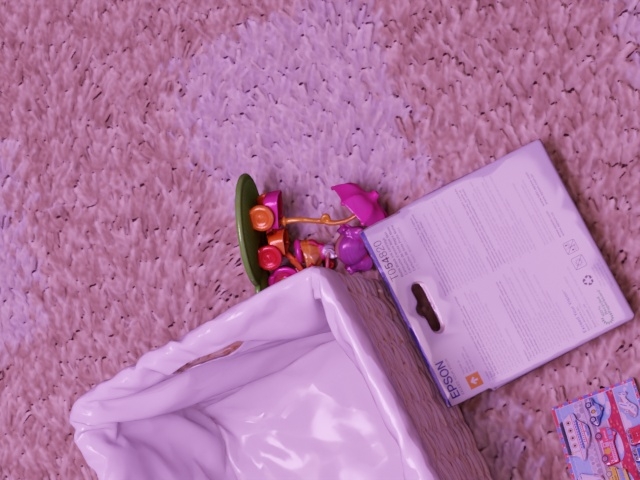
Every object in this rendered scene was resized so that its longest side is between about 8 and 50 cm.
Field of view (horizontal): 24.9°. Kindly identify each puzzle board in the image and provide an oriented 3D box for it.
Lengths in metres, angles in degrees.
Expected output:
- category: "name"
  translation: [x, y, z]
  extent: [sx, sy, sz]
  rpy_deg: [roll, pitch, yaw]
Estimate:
- category: "puzzle board"
  translation: [0.304, 0.218, 1.533]
  extent: [0.096, 0.011, 0.128]
  rpy_deg: [-23, 57, 17]

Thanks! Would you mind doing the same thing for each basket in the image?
- category: "basket"
  translation: [-0.024, 0.237, 1.539]
  extent: [0.328, 0.266, 0.331]
  rpy_deg: [-30, 79, 16]

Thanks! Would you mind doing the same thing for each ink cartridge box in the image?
- category: "ink cartridge box"
  translation: [0.189, 0.037, 1.567]
  extent: [0.224, 0.045, 0.223]
  rpy_deg: [-26, 80, 3]

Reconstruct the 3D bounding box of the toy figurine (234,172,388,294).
- category: "toy figurine"
  translation: [0.000, 0.000, 1.633]
  extent: [0.159, 0.130, 0.173]
  rpy_deg: [-7, 108, 10]
